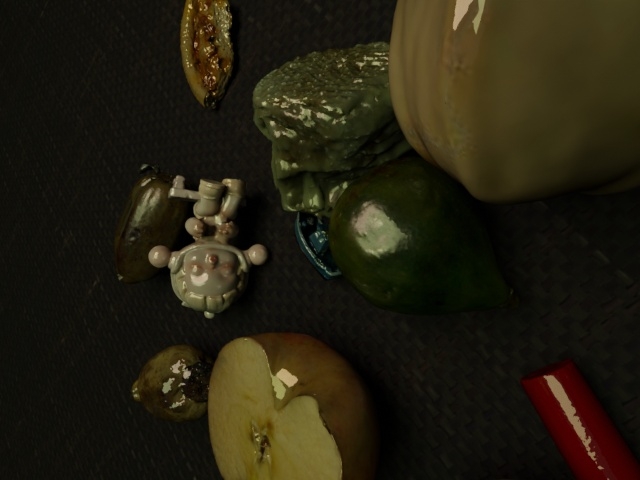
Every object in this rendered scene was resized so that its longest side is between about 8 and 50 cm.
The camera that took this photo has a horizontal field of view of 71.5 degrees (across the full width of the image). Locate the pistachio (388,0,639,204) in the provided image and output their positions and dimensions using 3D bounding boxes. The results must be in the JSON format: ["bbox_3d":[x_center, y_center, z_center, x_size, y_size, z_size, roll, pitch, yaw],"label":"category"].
[{"bbox_3d":[0.234,-0.224,0.406,0.282,0.365,0.445,23,72,38],"label":"pistachio"}]

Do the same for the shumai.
[{"bbox_3d":[0.050,-0.155,0.647,0.261,0.221,0.225,-13,40,10],"label":"shumai"}]

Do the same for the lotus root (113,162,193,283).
[{"bbox_3d":[-0.334,-0.025,0.888,0.240,0.123,0.124,-64,31,16],"label":"lotus root"}]

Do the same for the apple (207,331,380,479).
[{"bbox_3d":[-0.023,0.270,0.646,0.293,0.163,0.251,35,116,43],"label":"apple"}]

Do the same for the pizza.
[{"bbox_3d":[-0.226,-0.392,0.879,0.135,0.056,0.270,0,88,41],"label":"pizza"}]

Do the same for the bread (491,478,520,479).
[{"bbox_3d":[0.220,0.360,0.467,0.314,0.172,0.191,123,151,-52],"label":"bread"}]

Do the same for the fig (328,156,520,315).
[{"bbox_3d":[0.135,0.009,0.551,0.245,0.195,0.195,30,103,21],"label":"fig"}]

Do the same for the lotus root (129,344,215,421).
[{"bbox_3d":[-0.275,0.266,0.830,0.214,0.139,0.138,-12,80,32],"label":"lotus root"}]

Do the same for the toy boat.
[{"bbox_3d":[0.000,0.000,0.707,0.137,0.060,0.060,60,135,27],"label":"toy boat"}]

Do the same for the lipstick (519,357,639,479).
[{"bbox_3d":[0.322,0.270,0.479,0.073,0.073,0.279,-35,69,26],"label":"lipstick"}]

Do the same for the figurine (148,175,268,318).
[{"bbox_3d":[-0.201,0.019,0.782,0.145,0.182,0.256,9,94,48],"label":"figurine"}]
